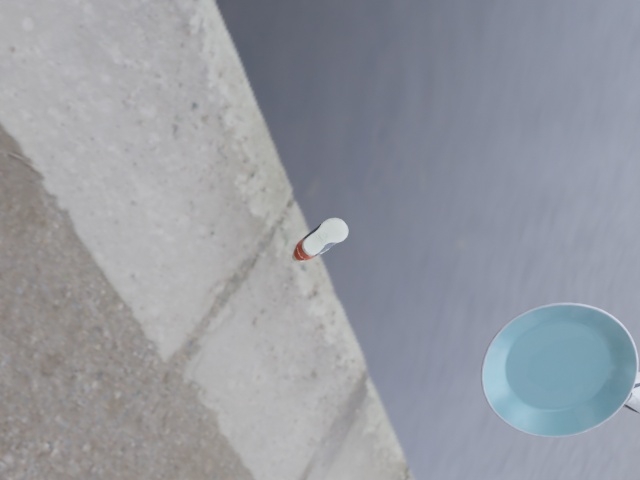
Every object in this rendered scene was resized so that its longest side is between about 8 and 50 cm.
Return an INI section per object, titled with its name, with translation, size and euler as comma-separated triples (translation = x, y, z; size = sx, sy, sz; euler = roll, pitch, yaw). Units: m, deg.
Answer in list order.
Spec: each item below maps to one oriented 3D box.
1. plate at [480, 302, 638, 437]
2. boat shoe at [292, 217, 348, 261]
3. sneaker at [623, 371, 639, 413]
[plate]
translation = 0.286, 0.154, 1.219
size = 0.024, 0.188, 0.188
euler = -85, -177, -67
[boat shoe]
translation = 0.000, 0.000, 1.833
size = 0.043, 0.049, 0.137
euler = -39, 177, 43
[sneaker]
translation = 0.595, 0.318, 2.088
size = 0.094, 0.235, 0.153
euler = -50, -178, 38
